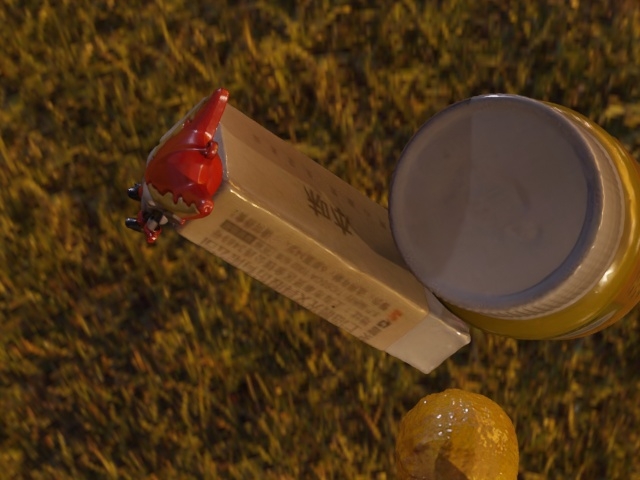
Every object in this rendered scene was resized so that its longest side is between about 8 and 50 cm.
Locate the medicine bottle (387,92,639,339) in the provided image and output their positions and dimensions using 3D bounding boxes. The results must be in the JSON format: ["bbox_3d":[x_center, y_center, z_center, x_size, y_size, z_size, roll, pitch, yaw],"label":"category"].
[{"bbox_3d":[0.197,-0.018,1.528,0.224,0.384,0.224,-1,85,16],"label":"medicine bottle"}]

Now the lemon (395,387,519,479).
[{"bbox_3d":[0.154,0.251,1.843,0.142,0.142,0.187,6,55,7],"label":"lemon"}]

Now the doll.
[{"bbox_3d":[-0.118,-0.050,1.356,0.057,0.169,0.109,13,68,-18],"label":"doll"}]

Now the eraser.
[{"bbox_3d":[0.000,0.000,1.588,0.078,0.343,0.144,-41,37,24],"label":"eraser"}]
